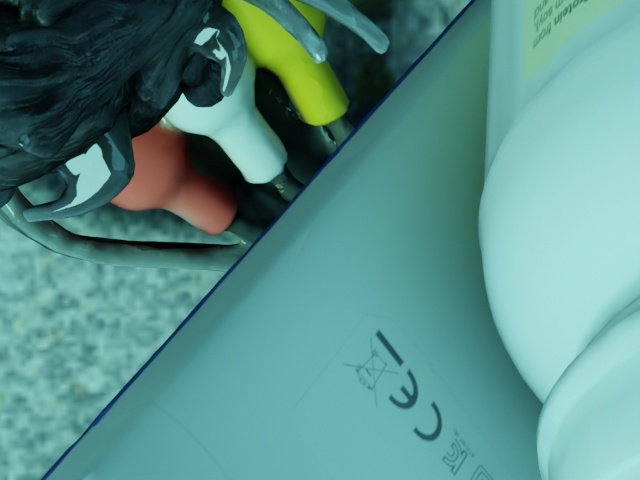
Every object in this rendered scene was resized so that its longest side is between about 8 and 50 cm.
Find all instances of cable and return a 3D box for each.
[{"bbox_3d":[0.000,0.000,0.626,0.287,0.072,0.139,43,95,-17],"label":"cable"}]

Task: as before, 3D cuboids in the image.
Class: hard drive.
[{"bbox_3d":[0.072,0.054,0.551,0.040,0.319,0.210,-27,106,42],"label":"hard drive"}]

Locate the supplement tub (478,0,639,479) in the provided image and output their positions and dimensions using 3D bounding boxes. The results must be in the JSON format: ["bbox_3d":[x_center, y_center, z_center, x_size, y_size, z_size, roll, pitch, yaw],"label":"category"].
[{"bbox_3d":[0.161,-0.064,0.488,0.235,0.235,0.325,15,58,-16],"label":"supplement tub"}]

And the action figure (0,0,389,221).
[{"bbox_3d":[-0.129,-0.062,0.493,0.275,0.164,0.141,-13,101,20],"label":"action figure"}]
